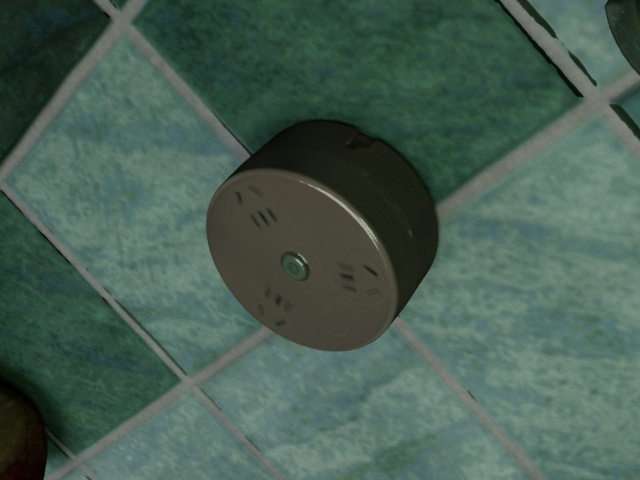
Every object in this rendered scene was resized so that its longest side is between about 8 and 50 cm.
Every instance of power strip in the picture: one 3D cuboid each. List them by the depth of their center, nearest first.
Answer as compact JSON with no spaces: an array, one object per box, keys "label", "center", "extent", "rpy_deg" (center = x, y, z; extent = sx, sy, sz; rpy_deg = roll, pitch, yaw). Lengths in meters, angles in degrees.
[{"label":"power strip","center":[0.000,0.000,0.779],"extent":[0.154,0.078,0.154],"rpy_deg":[17,130,22]}]

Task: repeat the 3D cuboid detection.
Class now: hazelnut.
[{"label":"hazelnut","center":[-0.350,0.209,1.150],"extent":[0.154,0.143,0.143],"rpy_deg":[39,136,13]}]

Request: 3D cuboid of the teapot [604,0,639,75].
[{"label":"teapot","center":[0.218,-0.125,0.518],"extent":[0.165,0.130,0.119],"rpy_deg":[8,151,-10]}]
